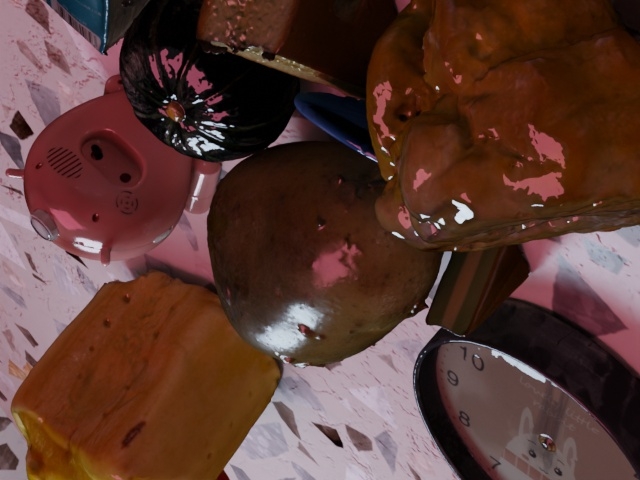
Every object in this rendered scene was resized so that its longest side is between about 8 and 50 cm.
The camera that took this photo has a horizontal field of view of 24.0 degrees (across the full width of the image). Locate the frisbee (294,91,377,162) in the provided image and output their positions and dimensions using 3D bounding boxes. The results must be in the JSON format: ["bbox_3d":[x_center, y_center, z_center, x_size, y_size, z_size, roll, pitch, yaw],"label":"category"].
[{"bbox_3d":[0.087,-0.103,1.544,0.242,0.045,0.242,25,-170,-5],"label":"frisbee"}]

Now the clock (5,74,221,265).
[{"bbox_3d":[-0.290,-0.086,2.034,0.227,0.241,0.142,42,149,15],"label":"clock"}]

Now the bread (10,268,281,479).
[{"bbox_3d":[-0.279,0.272,2.344,0.361,0.394,0.250,15,153,43],"label":"bread"}]

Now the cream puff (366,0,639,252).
[{"bbox_3d":[0.185,-0.128,1.299,0.324,0.291,0.257,135,124,-77],"label":"cream puff"}]

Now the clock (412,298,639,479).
[{"bbox_3d":[0.271,0.241,1.795,0.386,0.076,0.386,36,150,24],"label":"clock"}]

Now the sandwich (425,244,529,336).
[{"bbox_3d":[0.161,0.037,1.655,0.074,0.116,0.074,15,138,47],"label":"sandwich"}]

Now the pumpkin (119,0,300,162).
[{"bbox_3d":[-0.129,-0.192,1.730,0.220,0.162,0.220,20,141,18],"label":"pumpkin"}]

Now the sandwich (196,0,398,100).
[{"bbox_3d":[0.001,-0.221,1.566,0.122,0.128,0.236,23,-174,41],"label":"sandwich"}]

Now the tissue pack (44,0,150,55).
[{"bbox_3d":[-0.298,-0.382,1.780,0.271,0.134,0.192,43,151,11],"label":"tissue pack"}]

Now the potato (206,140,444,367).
[{"bbox_3d":[0.007,0.018,1.724,0.359,0.219,0.269,-1,102,61],"label":"potato"}]
